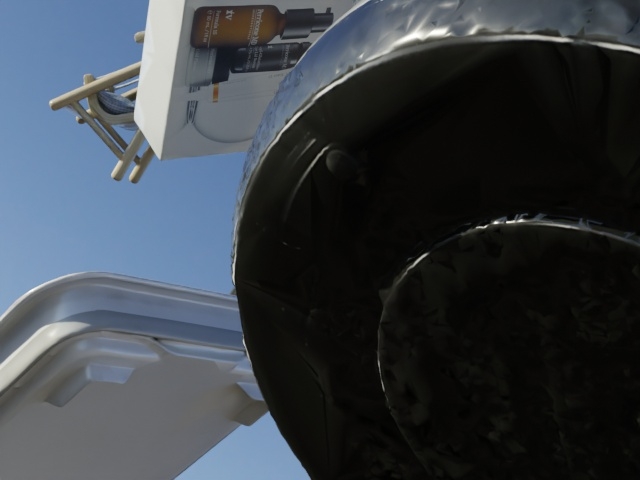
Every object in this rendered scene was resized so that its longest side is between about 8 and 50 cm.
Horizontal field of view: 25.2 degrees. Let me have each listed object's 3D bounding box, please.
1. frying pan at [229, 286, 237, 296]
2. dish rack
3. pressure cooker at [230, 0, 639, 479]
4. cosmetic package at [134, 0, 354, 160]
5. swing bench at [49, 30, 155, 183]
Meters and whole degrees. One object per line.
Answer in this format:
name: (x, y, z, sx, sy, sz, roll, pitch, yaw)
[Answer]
frying pan: (0.003, -0.012, 1.525, 0.053, 0.197, 0.326, 42, -65, -12)
dish rack: (-0.188, 0.157, 1.155, 0.285, 0.072, 0.333, 15, -47, -46)
pressure cooker: (0.197, -0.041, 0.705, 0.370, 0.420, 0.375, 32, -44, 12)
cosmetic package: (-0.038, -0.276, 1.581, 0.097, 0.284, 0.377, 53, -39, 42)
swing bench: (-0.274, -0.234, 2.331, 0.165, 0.254, 0.253, 48, 0, 0)
